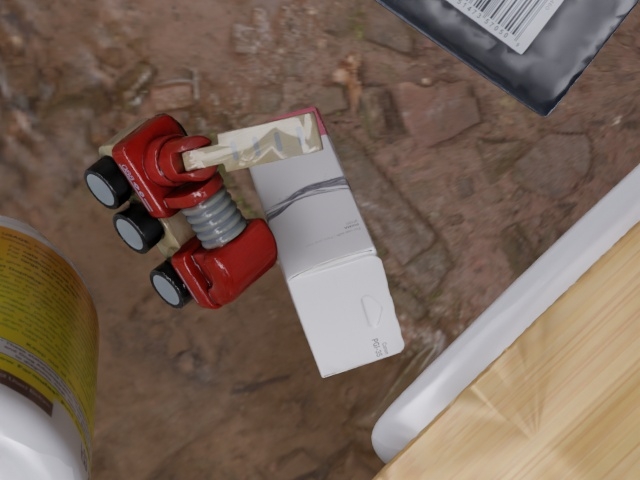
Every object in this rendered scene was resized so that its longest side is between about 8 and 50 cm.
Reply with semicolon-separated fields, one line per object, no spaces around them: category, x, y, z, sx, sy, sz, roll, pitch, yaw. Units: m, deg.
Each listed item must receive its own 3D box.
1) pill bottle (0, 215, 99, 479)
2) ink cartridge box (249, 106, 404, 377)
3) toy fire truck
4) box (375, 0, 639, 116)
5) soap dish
pill bottle;-0.157;0.064;0.548;0.117;0.215;0.117;-3;113;-7
ink cartridge box;0.000;0.000;1.607;0.117;0.283;0.207;-19;136;-1
toy fire truck;-0.103;-0.045;1.366;0.246;0.158;0.217;0;125;54
box;0.195;-0.372;1.615;0.293;0.395;0.212;31;106;-19
soap dish;0.184;0.073;0.601;0.291;0.229;0.118;-44;51;1
